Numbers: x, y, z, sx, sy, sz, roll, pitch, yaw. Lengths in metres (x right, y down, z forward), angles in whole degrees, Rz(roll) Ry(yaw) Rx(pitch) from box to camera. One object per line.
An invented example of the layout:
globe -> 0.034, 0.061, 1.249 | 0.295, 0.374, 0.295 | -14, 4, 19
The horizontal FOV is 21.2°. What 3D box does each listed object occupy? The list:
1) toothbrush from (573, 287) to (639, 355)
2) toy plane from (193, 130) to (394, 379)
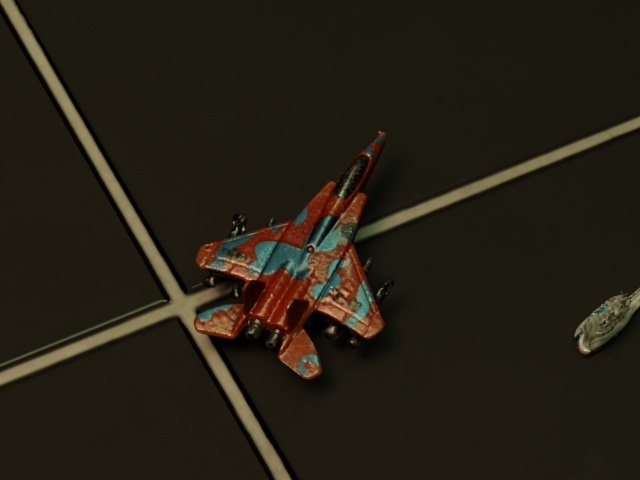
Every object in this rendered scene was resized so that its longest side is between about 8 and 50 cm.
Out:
toothbrush -> 0.268, -0.012, 1.143 | 0.288, 0.026, 0.024 | -35, 64, -26
toy plane -> 0.000, 0.002, 1.102 | 0.130, 0.061, 0.189 | 22, 50, 15
